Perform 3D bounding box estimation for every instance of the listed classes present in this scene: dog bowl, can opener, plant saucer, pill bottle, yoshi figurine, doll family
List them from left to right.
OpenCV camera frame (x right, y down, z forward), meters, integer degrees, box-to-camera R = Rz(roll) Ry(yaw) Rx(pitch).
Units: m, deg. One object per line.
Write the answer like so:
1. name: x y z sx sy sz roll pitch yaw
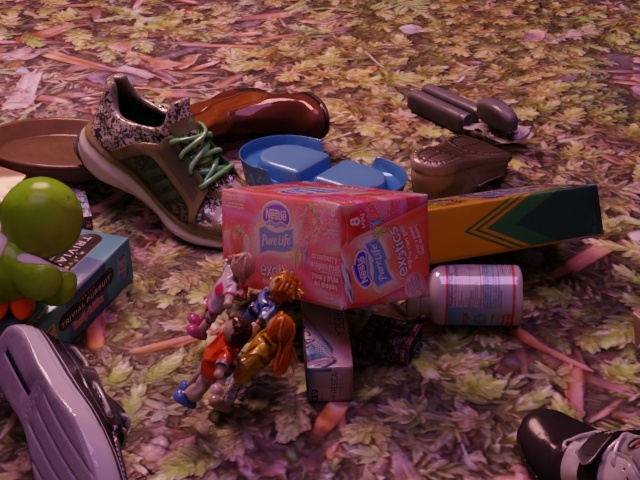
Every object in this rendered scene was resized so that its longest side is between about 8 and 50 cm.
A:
1. yoshi figurine: -0.456 -0.034 1.630 0.362 0.203 0.203 22 32 28
2. plant saucer: -0.452 -0.159 2.096 0.278 0.041 0.278 4 23 -2
3. doll family: -0.091 0.117 1.550 0.118 0.163 0.263 32 23 -18
4. dog bowl: 0.001 -0.095 1.974 0.297 0.074 0.166 19 31 28
5. pill bottle: 0.201 0.077 1.682 0.160 0.087 0.087 0 31 3
6. can opener: 0.275 -0.242 2.218 0.074 0.093 0.280 -23 33 -31

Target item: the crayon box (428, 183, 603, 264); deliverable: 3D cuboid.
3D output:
1. crayon box: 0.227 -0.025 1.779 0.323 0.083 0.203 -10 5 -14

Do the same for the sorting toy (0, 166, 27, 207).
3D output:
1. sorting toy: -0.559 -0.065 1.944 0.275 0.046 0.132 17 48 18

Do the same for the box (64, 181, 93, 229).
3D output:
1. box: -0.431 -0.056 1.971 0.094 0.027 0.137 -8 31 -14

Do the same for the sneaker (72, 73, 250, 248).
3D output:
1. sneaker: -0.219 -0.131 1.905 0.410 0.182 0.158 29 42 15

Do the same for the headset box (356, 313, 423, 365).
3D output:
1. headset box: 0.099 0.136 1.637 0.083 0.032 0.062 12 34 18

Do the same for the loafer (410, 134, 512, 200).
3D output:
1. loafer: 0.228 -0.115 2.003 0.102 0.092 0.268 28 25 32

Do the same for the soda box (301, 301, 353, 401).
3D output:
1. soda box: 0.007 0.139 1.610 0.063 0.058 0.183 -2 30 -3

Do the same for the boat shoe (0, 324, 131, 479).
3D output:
1. boat shoe: -0.283 0.218 1.425 0.119 0.121 0.335 10 33 -41

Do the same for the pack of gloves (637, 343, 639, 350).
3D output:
1. pack of gloves: 0.526 0.107 1.513 0.232 0.046 0.195 -7 34 29

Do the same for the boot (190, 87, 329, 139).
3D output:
1. boot: -0.158 -0.214 2.123 0.280 0.096 0.264 -17 33 -41

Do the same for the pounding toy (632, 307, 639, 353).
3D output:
1. pounding toy: 0.499 0.126 1.606 0.130 0.100 0.141 -24 36 -13

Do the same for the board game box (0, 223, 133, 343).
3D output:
1. board game box: -0.483 0.057 1.735 0.336 0.079 0.254 10 33 18

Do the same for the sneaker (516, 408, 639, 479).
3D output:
1. sneaker: 0.349 0.255 1.333 0.122 0.146 0.330 -20 35 -27

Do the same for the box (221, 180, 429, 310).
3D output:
1. box: 0.000 0.000 1.653 0.154 0.142 0.300 -8 10 -33
